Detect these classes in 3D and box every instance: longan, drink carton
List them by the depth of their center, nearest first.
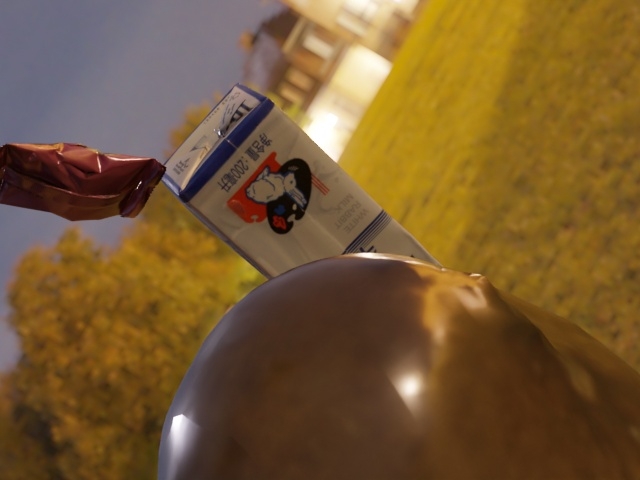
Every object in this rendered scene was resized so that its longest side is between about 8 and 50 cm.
[{"bbox_3d":[0.057,0.158,0.966,0.319,0.319,0.319,-60,1,2],"label":"longan"},{"bbox_3d":[0.000,0.000,1.688,0.130,0.315,0.106,-47,22,-2],"label":"drink carton"}]

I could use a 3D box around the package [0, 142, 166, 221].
[{"bbox_3d":[-0.122,-0.028,0.844,0.059,0.083,0.029,127,143,-57],"label":"package"}]
